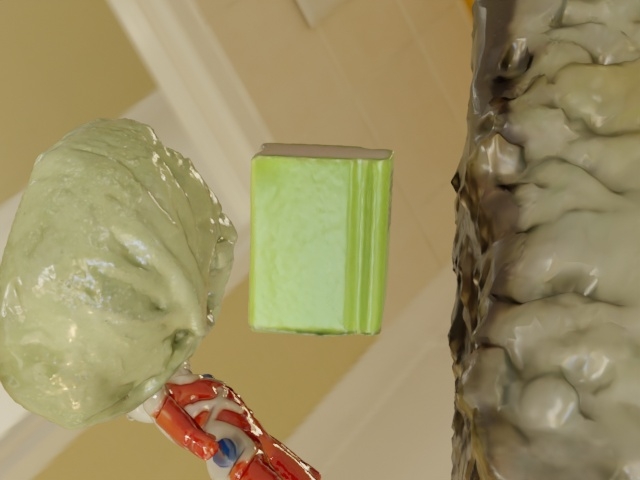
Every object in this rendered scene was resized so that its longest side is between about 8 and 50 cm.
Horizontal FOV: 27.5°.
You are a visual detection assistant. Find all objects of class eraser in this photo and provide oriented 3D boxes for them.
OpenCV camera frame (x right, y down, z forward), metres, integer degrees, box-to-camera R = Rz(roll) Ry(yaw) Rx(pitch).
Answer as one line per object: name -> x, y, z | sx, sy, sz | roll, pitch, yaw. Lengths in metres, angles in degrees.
eraser -> 0.000, 0.000, 1.924 | 0.210, 0.274, 0.092 | 3, -163, 8

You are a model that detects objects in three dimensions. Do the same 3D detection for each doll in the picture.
doll -> -0.093, 0.194, 1.280 | 0.384, 0.188, 0.099 | 28, -94, 39

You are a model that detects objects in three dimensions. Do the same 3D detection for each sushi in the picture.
sushi -> 0.141, 0.030, 0.468 | 0.196, 0.182, 0.343 | -2, -130, 9

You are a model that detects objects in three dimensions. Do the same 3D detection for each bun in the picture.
bun -> -0.125, 0.026, 0.855 | 0.126, 0.204, 0.212 | 15, 180, 6
